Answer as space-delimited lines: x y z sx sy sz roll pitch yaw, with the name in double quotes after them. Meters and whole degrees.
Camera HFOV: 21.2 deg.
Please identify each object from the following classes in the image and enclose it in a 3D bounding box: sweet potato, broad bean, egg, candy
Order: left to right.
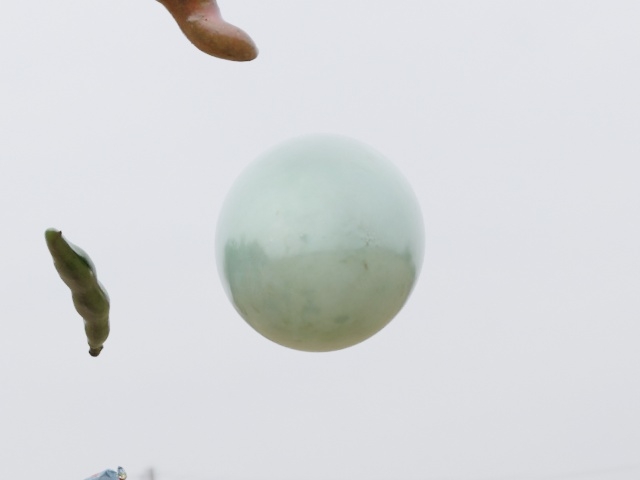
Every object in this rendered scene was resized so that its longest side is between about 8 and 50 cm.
-0.317 0.072 2.306 0.060 0.043 0.297 9 -36 16 "broad bean"
-0.262 0.290 2.025 0.083 0.030 0.020 -15 -17 -45 "candy"
-0.140 -0.247 1.699 0.058 0.202 0.055 -46 9 21 "sweet potato"
0.000 0.000 2.242 0.276 0.276 0.389 -8 17 4 "egg"
